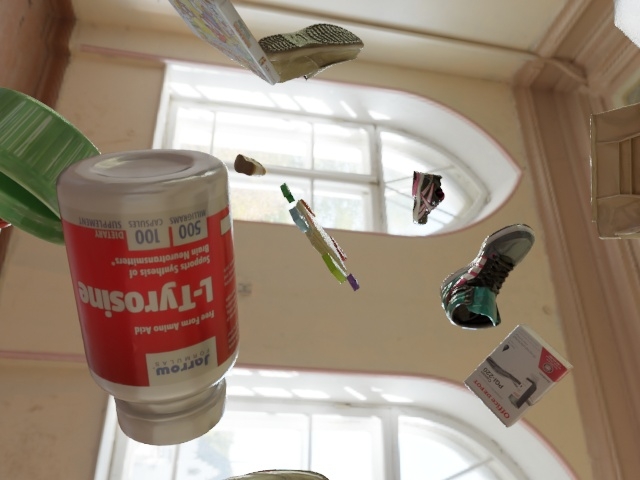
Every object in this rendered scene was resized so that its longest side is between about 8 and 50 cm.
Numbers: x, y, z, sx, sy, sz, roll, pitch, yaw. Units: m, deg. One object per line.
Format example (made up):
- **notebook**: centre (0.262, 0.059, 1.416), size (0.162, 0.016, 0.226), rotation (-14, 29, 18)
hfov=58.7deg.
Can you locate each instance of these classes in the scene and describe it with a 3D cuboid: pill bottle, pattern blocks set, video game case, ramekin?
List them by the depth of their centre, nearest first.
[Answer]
- **pill bottle**: centre (-0.238, 0.085, 0.842), size (0.229, 0.229, 0.408), rotation (-109, -163, -67)
- **video game case**: centre (-0.182, -0.360, 0.912), size (0.026, 0.227, 0.206), rotation (-50, 152, -3)
- **ramekin**: centre (-0.544, -0.136, 1.050), size (0.148, 0.303, 0.303), rotation (-63, 180, -26)
- **pattern blocks set**: centre (0.000, 0.000, 1.372), size (0.325, 0.026, 0.285), rotation (52, 8, -33)

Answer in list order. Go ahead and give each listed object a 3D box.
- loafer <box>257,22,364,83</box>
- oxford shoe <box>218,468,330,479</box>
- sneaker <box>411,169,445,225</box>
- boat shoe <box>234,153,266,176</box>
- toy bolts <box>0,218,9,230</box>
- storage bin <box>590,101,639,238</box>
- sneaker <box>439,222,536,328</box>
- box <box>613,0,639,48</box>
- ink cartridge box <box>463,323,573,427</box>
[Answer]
- **loafer**: centre (-0.025, -0.406, 1.243), size (0.102, 0.268, 0.092), rotation (52, -35, 31)
- **oxford shoe**: centre (-0.161, 0.458, 0.923), size (0.146, 0.397, 0.140), rotation (103, -25, -62)
- **sneaker**: centre (0.259, -0.094, 1.360), size (0.178, 0.077, 0.072), rotation (73, 23, -58)
- **boat shoe**: centre (-0.228, -0.236, 1.838), size (0.170, 0.059, 0.063), rotation (38, -69, 53)
- **toy bolts**: centre (-0.737, -0.059, 1.323), size (0.158, 0.218, 0.228), rotation (-38, -154, 24)
- **storage bin**: centre (0.686, -0.134, 1.151), size (0.123, 0.262, 0.260), rotation (-1, -91, 63)
- **sneaker**: centre (0.393, 0.105, 1.329), size (0.295, 0.123, 0.178), rotation (-51, -162, 33)
- **box**: centre (0.632, -0.481, 0.971), size (0.294, 0.182, 0.296), rotation (-83, 155, -51)
- **ink cartridge box**: centre (0.501, 0.344, 1.453), size (0.158, 0.092, 0.218), rotation (47, -71, 28)
